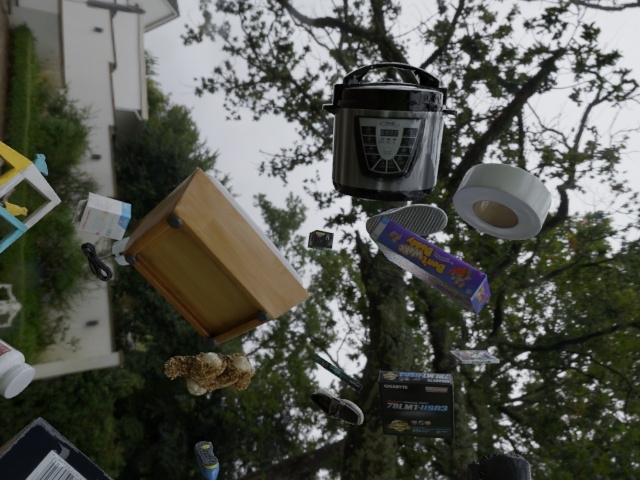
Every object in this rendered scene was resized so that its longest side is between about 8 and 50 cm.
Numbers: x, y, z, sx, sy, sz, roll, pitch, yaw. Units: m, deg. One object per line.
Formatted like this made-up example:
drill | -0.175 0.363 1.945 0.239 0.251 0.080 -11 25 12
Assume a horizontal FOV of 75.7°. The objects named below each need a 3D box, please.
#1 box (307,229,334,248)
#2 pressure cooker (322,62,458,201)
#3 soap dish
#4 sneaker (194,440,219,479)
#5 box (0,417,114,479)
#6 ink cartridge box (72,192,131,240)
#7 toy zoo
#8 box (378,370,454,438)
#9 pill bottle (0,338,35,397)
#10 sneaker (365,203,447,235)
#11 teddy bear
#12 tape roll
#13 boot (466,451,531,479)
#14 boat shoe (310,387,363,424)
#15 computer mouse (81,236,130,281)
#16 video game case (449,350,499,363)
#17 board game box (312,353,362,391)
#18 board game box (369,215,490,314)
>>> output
box | 0.000 0.000 1.276 0.083 0.062 0.052 163 -64 -74
pressure cooker | 0.216 -0.363 1.369 0.375 0.369 0.422 22 -65 45
soap dish | -0.195 0.050 0.741 0.228 0.118 0.291 -28 -71 35
sneaker | -0.422 0.815 1.515 0.209 0.069 0.082 4 -85 63
box | -0.769 0.693 1.016 0.395 0.294 0.212 -38 -168 15
ink cartridge box | -0.675 -0.077 1.272 0.092 0.143 0.090 -57 -145 21
toy zoo | -0.694 -0.083 0.848 0.030 0.293 0.192 6 -39 42
box | 0.395 0.677 1.691 0.073 0.294 0.294 -64 149 -62
pill bottle | -0.913 0.337 1.135 0.216 0.121 0.121 31 -51 4
sneaker | 0.349 -0.081 1.654 0.320 0.127 0.126 -3 -83 25
teddy bear | -0.327 0.398 1.223 0.337 0.245 0.113 -18 -118 37
tape roll | 0.583 -0.121 1.337 0.286 0.286 0.100 2 -123 58
boot | 0.381 0.492 0.759 0.246 0.207 0.094 -31 -74 35
boat shoe | 0.070 0.793 1.945 0.285 0.092 0.103 18 -80 39
computer mouse | -0.489 0.024 1.049 0.042 0.192 0.106 0 -68 55
video game case | 0.478 0.362 1.283 0.087 0.121 0.011 -146 -123 -82
board game box | 0.048 0.405 1.271 0.026 0.126 0.186 -55 -173 -14
board game box | 0.333 0.076 1.249 0.347 0.233 0.078 34 -93 32
